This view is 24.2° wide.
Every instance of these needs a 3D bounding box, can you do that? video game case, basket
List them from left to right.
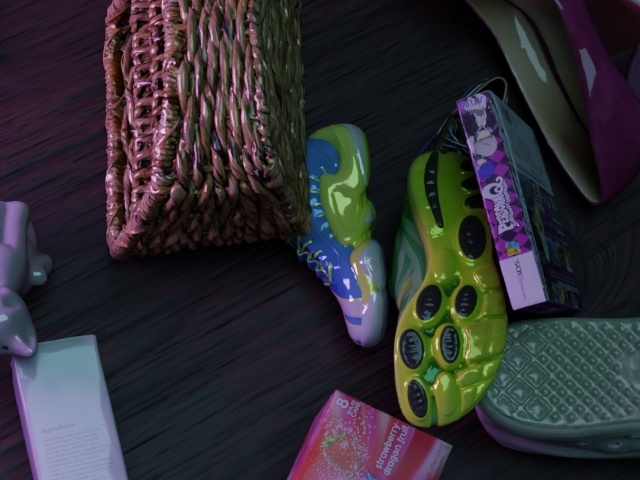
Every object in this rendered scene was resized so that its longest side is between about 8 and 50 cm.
[{"bbox_3d":[-0.138,-0.152,1.460,0.223,0.213,0.299,-6,70,10],"label":"basket"},{"bbox_3d":[0.204,-0.029,1.496,0.042,0.232,0.210,-17,81,16],"label":"video game case"}]

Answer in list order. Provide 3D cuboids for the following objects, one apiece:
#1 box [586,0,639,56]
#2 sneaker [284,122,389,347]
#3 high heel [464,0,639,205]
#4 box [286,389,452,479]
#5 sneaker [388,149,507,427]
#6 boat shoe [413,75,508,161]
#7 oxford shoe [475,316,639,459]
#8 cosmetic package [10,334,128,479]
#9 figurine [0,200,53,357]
[{"bbox_3d":[0.299,-0.331,1.689,0.232,0.127,0.148,32,67,2],"label":"box"},{"bbox_3d":[0.000,0.000,1.543,0.126,0.091,0.240,-8,71,6],"label":"sneaker"},{"bbox_3d":[0.219,-0.212,1.597,0.377,0.127,0.181,37,61,-10],"label":"high heel"},{"bbox_3d":[0.010,0.288,1.402,0.128,0.122,0.257,26,67,0],"label":"box"},{"bbox_3d":[0.124,0.055,1.474,0.109,0.123,0.295,7,59,-1],"label":"sneaker"},{"bbox_3d":[0.148,-0.105,1.607,0.066,0.066,0.183,27,68,-1],"label":"boat shoe"},{"bbox_3d":[0.364,0.157,1.513,0.449,0.130,0.169,3,67,-5],"label":"oxford shoe"},{"bbox_3d":[-0.226,0.215,1.390,0.085,0.117,0.231,-10,73,-15],"label":"cosmetic package"},{"bbox_3d":[-0.359,0.045,1.385,0.215,0.092,0.209,3,29,-10],"label":"figurine"}]
